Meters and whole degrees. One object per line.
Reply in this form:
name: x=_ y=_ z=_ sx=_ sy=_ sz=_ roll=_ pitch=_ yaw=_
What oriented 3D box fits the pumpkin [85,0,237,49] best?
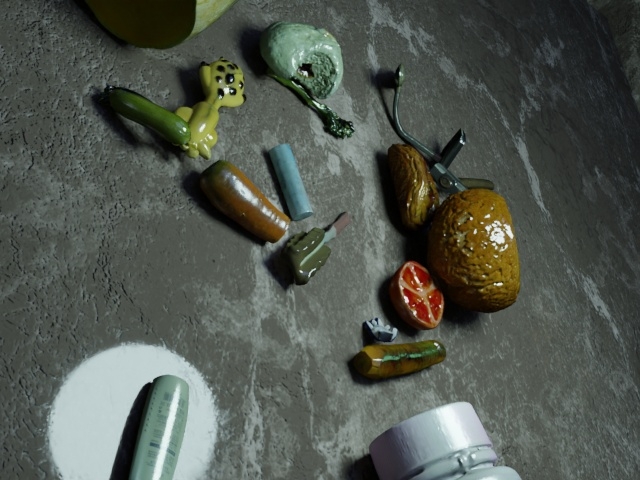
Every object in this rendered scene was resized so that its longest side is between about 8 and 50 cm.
pumpkin: x=-0.294 y=-0.511 z=1.485 sx=0.332 sy=0.332 sz=0.199 roll=41 pitch=42 yaw=-19

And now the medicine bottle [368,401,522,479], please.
medicine bottle: x=0.240 y=0.475 z=1.435 sx=0.256 sy=0.256 sz=0.325 roll=7 pitch=52 yaw=-44

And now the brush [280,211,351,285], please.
brush: x=0.000 y=0.000 z=1.670 sx=0.084 sy=0.071 sz=0.301 roll=68 pitch=28 yaw=-13

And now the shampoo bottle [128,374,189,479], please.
shampoo bottle: x=-0.242 y=0.300 z=1.209 sx=0.072 sy=0.049 sz=0.212 roll=38 pitch=41 yaw=-28

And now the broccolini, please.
broccolini: x=-0.027 y=-0.313 z=1.877 sx=0.254 sy=0.071 sz=0.057 roll=32 pitch=82 yaw=-19

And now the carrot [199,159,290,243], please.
carrot: x=-0.144 y=-0.069 z=1.539 sx=0.193 sy=0.087 sz=0.087 roll=44 pitch=40 yaw=-21

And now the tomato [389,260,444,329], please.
tomato: x=0.198 y=0.125 z=1.776 sx=0.155 sy=0.069 sz=0.155 roll=27 pitch=49 yaw=-36

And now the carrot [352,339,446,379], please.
carrot: x=0.167 y=0.240 z=1.671 sx=0.260 sy=0.070 sz=0.070 roll=0 pitch=65 yaw=-48

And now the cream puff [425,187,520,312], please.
cream puff: x=0.345 y=0.023 z=1.867 sx=0.303 sy=0.212 sz=0.303 roll=-6 pitch=90 yaw=-80

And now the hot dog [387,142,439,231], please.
hot dog: x=0.220 y=-0.131 z=1.942 sx=0.160 sy=0.099 sz=0.227 roll=48 pitch=25 yaw=-64

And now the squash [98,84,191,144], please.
squash: x=-0.310 y=-0.226 z=1.447 sx=0.183 sy=0.052 sz=0.052 roll=29 pitch=41 yaw=4

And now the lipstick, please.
lipstick: x=-0.061 y=-0.120 z=1.687 sx=0.048 sy=0.048 sz=0.158 roll=-3 pitch=67 yaw=-47

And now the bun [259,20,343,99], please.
bun: x=-0.030 y=-0.417 z=1.825 sx=0.204 sy=0.126 sz=0.212 roll=48 pitch=24 yaw=14

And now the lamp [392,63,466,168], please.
lamp: x=0.264 y=-0.326 z=2.145 sx=0.283 sy=0.124 sz=0.203 roll=48 pitch=19 yaw=-7

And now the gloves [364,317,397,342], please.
gloves: x=0.126 y=0.184 z=1.669 sx=0.064 sy=0.026 sz=0.086 roll=10 pitch=17 yaw=-21

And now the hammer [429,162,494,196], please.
hammer: x=0.394 y=-0.149 z=2.141 sx=0.111 sy=0.043 sz=0.365 roll=46 pitch=22 yaw=19

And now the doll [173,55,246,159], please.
doll: x=-0.217 y=-0.259 z=1.583 sx=0.117 sy=0.086 sz=0.291 roll=35 pitch=44 yaw=-17
